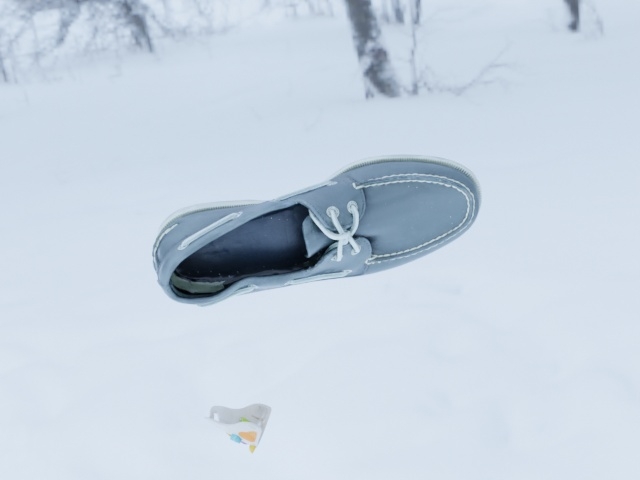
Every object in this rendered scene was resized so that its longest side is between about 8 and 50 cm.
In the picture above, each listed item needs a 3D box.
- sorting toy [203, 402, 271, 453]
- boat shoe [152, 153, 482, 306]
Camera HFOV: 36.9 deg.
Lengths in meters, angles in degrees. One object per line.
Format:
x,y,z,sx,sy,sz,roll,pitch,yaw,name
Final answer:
-0.108,0.230,1.213,0.075,0.044,0.083,19,9,4,sorting toy
0.000,0.000,0.895,0.320,0.116,0.099,-10,21,1,boat shoe
